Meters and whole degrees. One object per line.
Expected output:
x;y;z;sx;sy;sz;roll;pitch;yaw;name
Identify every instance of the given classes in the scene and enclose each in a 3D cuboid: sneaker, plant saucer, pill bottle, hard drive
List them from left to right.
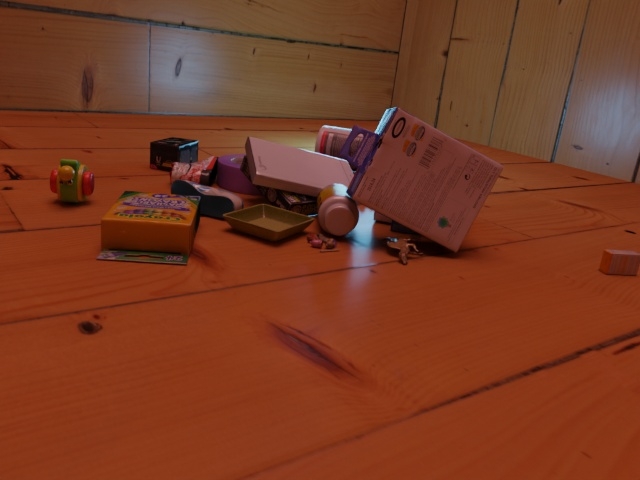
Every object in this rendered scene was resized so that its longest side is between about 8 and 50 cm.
-0.440;-0.247;2.023;0.144;0.090;0.270;8;21;-4;sneaker
-0.337;-0.121;1.711;0.228;0.088;0.092;20;15;16;sneaker
-0.142;-0.045;1.598;0.188;0.045;0.188;17;21;27;plant saucer
-0.055;-0.221;1.841;0.352;0.047;0.233;10;35;-22;hard drive
0.049;-0.086;1.671;0.117;0.118;0.215;5;18;-4;pill bottle
0.148;-0.391;2.527;0.318;0.177;0.176;12;19;14;pill bottle

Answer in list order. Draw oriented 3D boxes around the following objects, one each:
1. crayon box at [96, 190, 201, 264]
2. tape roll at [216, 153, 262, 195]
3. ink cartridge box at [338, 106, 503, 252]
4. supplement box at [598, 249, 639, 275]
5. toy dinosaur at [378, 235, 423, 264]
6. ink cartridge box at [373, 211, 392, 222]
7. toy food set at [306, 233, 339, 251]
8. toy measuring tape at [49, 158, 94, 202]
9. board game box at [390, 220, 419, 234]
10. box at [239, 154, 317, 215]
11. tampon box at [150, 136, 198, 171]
-0.411;-0.041;1.431;0.202;0.083;0.323;4;19;-8;crayon box
-0.231;-0.238;2.075;0.274;0.090;0.275;6;19;-2;tape roll
0.249;-0.181;1.578;0.395;0.270;0.151;26;7;-10;ink cartridge box
0.826;0.060;1.599;0.098;0.062;0.036;4;17;-11;supplement box
0.219;0.009;1.553;0.092;0.053;0.183;1;19;-13;toy dinosaur
0.340;-0.163;1.936;0.278;0.161;0.385;10;18;10;ink cartridge box
0.000;0.000;1.552;0.077;0.019;0.122;-3;21;-27;toy food set
-0.714;-0.159;1.703;0.121;0.122;0.330;3;-4;-12;toy measuring tape
0.302;-0.121;1.721;0.159;0.211;0.047;9;18;6;board game box
-0.097;-0.181;1.858;0.216;0.060;0.270;-11;47;-42;box
-0.553;-0.326;2.201;0.120;0.102;0.161;11;20;13;tampon box
